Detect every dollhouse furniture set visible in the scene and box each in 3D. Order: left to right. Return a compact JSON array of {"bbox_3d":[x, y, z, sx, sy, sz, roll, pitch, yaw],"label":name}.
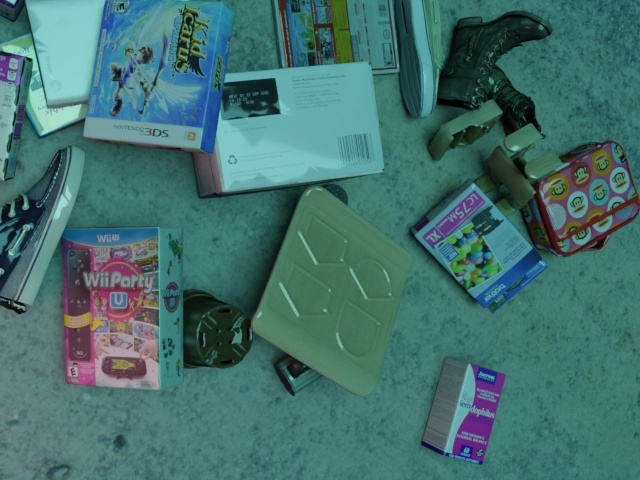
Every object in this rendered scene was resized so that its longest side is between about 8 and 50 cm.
[{"bbox_3d":[0.391,-0.179,1.811,0.161,0.212,0.242,-29,75,-19],"label":"dollhouse furniture set"}]

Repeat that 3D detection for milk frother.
[{"bbox_3d":[-0.042,0.238,1.717,0.135,0.129,0.143,-30,58,-18],"label":"milk frother"}]

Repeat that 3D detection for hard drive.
[{"bbox_3d":[-0.394,-0.382,1.525,0.307,0.040,0.203,-13,95,-21],"label":"hard drive"}]

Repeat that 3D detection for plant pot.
[{"bbox_3d":[-0.227,0.187,1.582,0.167,0.165,0.167,-1,91,-32],"label":"plant pot"}]

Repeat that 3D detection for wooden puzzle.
[{"bbox_3d":[0.026,0.108,1.656,0.322,0.080,0.348,35,60,-25],"label":"wooden puzzle"}]

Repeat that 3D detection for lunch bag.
[{"bbox_3d":[0.649,-0.090,1.960,0.293,0.120,0.258,-27,104,-18],"label":"lunch bag"}]

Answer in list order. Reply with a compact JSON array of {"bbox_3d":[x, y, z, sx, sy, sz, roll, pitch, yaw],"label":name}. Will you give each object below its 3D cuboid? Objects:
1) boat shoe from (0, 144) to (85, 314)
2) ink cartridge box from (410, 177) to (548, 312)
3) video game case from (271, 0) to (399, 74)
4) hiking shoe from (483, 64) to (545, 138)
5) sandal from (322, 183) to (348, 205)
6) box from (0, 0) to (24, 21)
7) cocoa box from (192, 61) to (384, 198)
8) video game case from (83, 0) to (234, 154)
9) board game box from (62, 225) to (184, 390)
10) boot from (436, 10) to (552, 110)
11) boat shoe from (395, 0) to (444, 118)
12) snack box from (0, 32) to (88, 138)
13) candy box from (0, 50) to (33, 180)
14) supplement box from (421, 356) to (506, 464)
[{"bbox_3d":[-0.572,-0.041,1.479,0.158,0.127,0.340,22,84,-27],"label":"boat shoe"},{"bbox_3d":[0.385,0.025,1.851,0.186,0.065,0.311,-42,108,10],"label":"ink cartridge box"},{"bbox_3d":[0.037,-0.469,1.762,0.285,0.025,0.204,-8,94,-21],"label":"video game case"},{"bbox_3d":[0.463,-0.337,1.879,0.086,0.114,0.227,-42,104,-16],"label":"hiking shoe"},{"bbox_3d":[0.001,0.000,1.749,0.097,0.054,0.254,27,72,-26],"label":"sandal"},{"bbox_3d":[-0.610,-0.479,1.454,0.126,0.137,0.072,27,82,-19],"label":"box"},{"bbox_3d":[-0.081,-0.222,1.611,0.347,0.228,0.231,-10,93,-21],"label":"cocoa box"},{"bbox_3d":[-0.297,-0.304,1.438,0.244,0.061,0.269,8,88,17],"label":"video game case"},{"bbox_3d":[-0.380,0.125,1.511,0.224,0.097,0.303,-1,90,21],"label":"board game box"},{"bbox_3d":[0.383,-0.399,1.794,0.091,0.263,0.229,33,71,-46],"label":"boot"},{"bbox_3d":[0.241,-0.431,1.799,0.094,0.109,0.302,-5,90,-23],"label":"boat shoe"},{"bbox_3d":[-0.449,-0.351,1.559,0.322,0.060,0.187,-27,100,-18],"label":"snack box"},{"bbox_3d":[-0.636,-0.240,1.448,0.159,0.071,0.233,10,98,-8],"label":"candy box"},{"bbox_3d":[0.336,0.399,1.846,0.111,0.114,0.220,18,83,-19],"label":"supplement box"}]
